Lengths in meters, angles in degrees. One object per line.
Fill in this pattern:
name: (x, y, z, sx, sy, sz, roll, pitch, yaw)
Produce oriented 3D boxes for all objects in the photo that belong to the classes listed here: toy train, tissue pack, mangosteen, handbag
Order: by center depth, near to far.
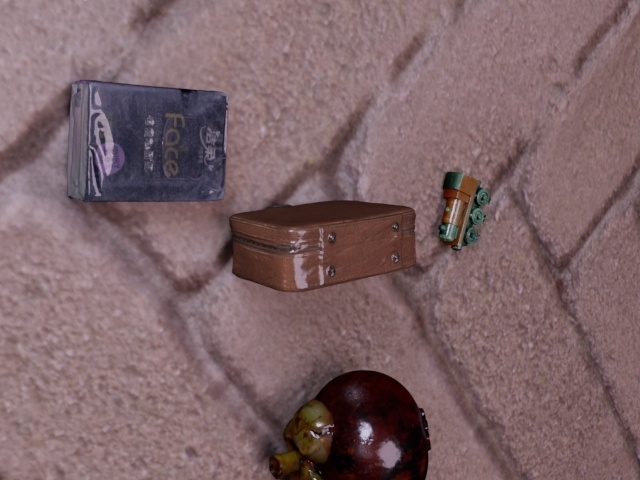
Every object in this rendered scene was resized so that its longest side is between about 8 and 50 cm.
tissue pack: (-0.166, -0.095, 0.862, 0.156, 0.051, 0.113, -3, 101, -41)
handbag: (0.000, 0.000, 0.966, 0.193, 0.151, 0.072, -11, 104, -37)
mangosteen: (0.035, 0.250, 1.058, 0.199, 0.199, 0.200, -11, 107, -40)
toy train: (0.190, -0.039, 1.199, 0.064, 0.044, 0.103, 19, 85, -39)
